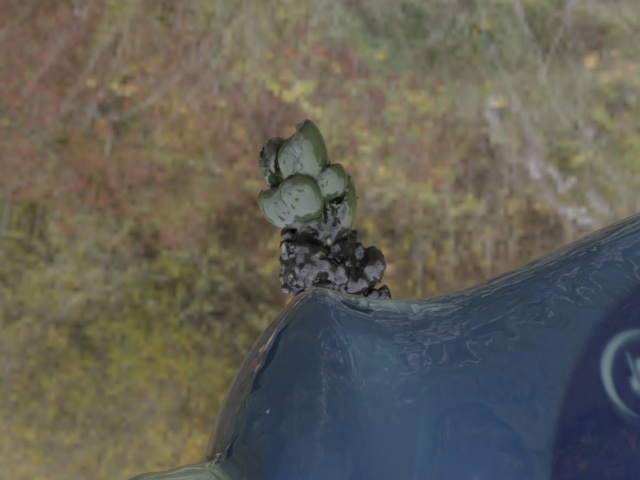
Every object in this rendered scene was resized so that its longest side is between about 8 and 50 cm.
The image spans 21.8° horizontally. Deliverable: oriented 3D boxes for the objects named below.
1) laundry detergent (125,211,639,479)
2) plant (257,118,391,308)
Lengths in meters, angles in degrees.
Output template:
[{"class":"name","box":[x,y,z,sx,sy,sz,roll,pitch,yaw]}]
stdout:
[{"class":"laundry detergent","box":[0.058,0.073,0.504,0.290,0.143,0.094,-12,172,-26]},{"class":"plant","box":[0.000,0.000,1.134,0.085,0.087,0.174,-8,109,24]}]
